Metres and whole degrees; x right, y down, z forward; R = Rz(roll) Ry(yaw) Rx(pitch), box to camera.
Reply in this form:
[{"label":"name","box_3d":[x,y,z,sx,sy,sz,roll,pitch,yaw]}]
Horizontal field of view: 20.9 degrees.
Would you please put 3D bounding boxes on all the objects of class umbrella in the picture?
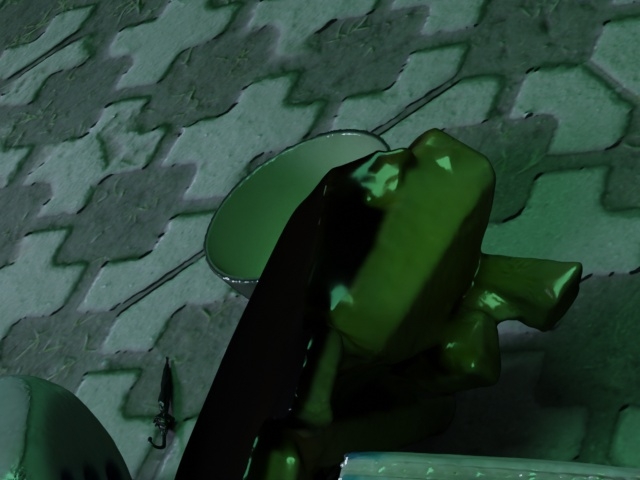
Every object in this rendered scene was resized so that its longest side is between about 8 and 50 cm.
[{"label":"umbrella","box_3d":[-0.153,0.162,1.720,0.022,0.022,0.149,-60,12,29]}]

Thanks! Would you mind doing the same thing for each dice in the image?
[{"label":"dice","box_3d":[-0.284,0.251,1.559,0.194,0.193,0.192,-22,34,14]}]

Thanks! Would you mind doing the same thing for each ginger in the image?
[{"label":"ginger","box_3d":[0.038,0.138,1.416,0.358,0.211,0.413,-84,20,-63]}]

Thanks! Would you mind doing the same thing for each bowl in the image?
[{"label":"bowl","box_3d":[0.000,0.000,1.708,0.211,0.112,0.211,-21,37,16]}]

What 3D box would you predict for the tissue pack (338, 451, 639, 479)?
[{"label":"tissue pack","box_3d":[0.152,0.242,1.207,0.271,0.201,0.124,-3,54,37]}]
